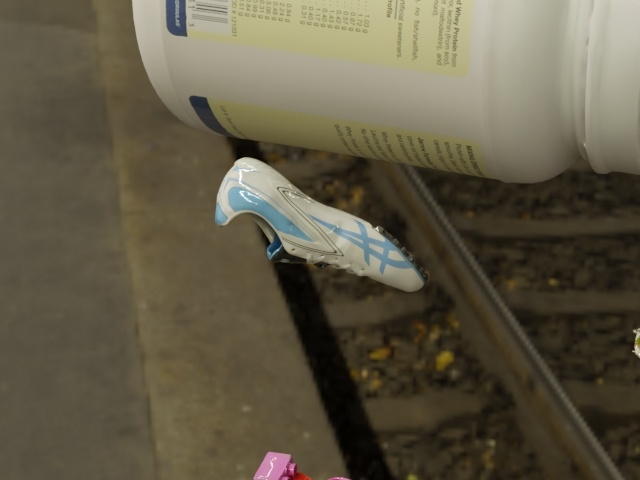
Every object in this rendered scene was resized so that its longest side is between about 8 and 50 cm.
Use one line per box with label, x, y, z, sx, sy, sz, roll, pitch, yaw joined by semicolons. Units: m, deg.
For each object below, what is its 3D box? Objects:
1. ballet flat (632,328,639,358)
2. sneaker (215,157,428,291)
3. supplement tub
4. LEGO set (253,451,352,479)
ballet flat;0.365;0.107;1.308;0.077;0.091;0.241;26;-13;-17
sneaker;0.000;0.000;1.473;0.237;0.086;0.085;27;-3;-13
supplement tub;0.068;-0.164;0.935;0.325;0.235;0.235;11;26;20
LEGO set;0.019;0.216;0.640;0.093;0.227;0.087;4;31;19
